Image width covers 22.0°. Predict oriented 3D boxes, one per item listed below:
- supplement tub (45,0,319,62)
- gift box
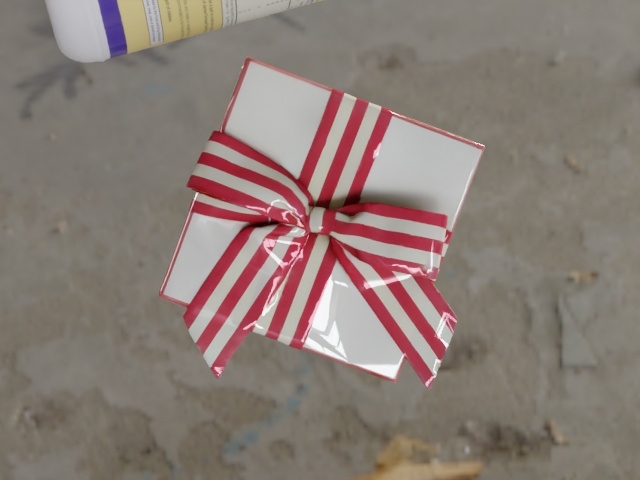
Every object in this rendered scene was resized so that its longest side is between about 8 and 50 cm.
[{"bbox_3d":[-0.072,-0.291,1.284,0.331,0.241,0.241,-16,39,-7],"label":"supplement tub"},{"bbox_3d":[0.000,0.000,1.506,0.255,0.276,0.258,15,1,-3],"label":"gift box"}]
